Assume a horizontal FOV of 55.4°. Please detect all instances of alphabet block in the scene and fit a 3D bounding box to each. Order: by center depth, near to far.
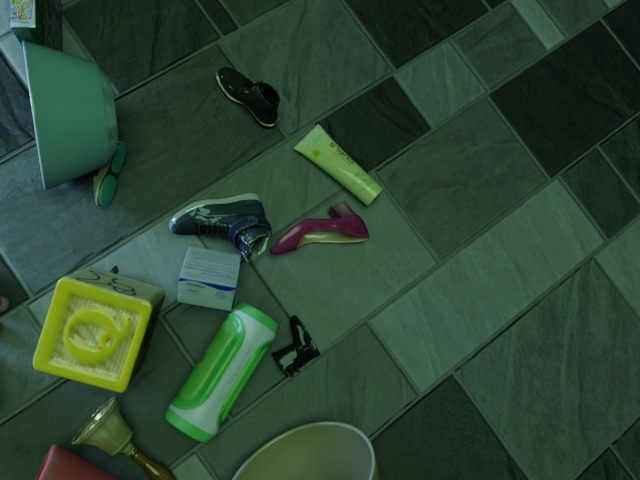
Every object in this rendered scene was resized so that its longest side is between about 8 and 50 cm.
[{"bbox_3d":[-0.449,0.177,1.267,0.192,0.197,0.193,16,92,-6],"label":"alphabet block"}]

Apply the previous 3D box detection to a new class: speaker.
[{"bbox_3d":[-0.214,0.287,1.346,0.131,0.131,0.296,32,74,-3],"label":"speaker"}]

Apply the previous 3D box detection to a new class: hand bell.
[{"bbox_3d":[-0.395,0.460,1.302,0.242,0.126,0.126,47,74,-11],"label":"hand bell"}]

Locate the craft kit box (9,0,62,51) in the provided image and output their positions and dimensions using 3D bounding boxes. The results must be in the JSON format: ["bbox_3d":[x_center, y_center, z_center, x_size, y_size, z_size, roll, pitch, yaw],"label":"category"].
[{"bbox_3d":[-0.638,-0.526,1.377,0.061,0.250,0.246,-7,81,-12],"label":"craft kit box"}]

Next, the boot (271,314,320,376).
[{"bbox_3d":[-0.068,0.249,1.427,0.099,0.045,0.121,-30,86,-12],"label":"boot"}]

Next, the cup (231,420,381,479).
[{"bbox_3d":[-0.003,0.577,1.253,0.331,0.331,0.237,-29,110,-15],"label":"cup"}]

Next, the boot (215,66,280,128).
[{"bbox_3d":[-0.171,-0.377,1.491,0.198,0.137,0.077,40,74,0],"label":"boot"}]

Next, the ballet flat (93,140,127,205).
[{"bbox_3d":[-0.502,-0.156,1.433,0.052,0.057,0.168,8,71,21],"label":"ballet flat"}]

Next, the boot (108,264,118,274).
[{"bbox_3d":[-0.443,0.126,1.383,0.114,0.037,0.106,27,87,-1],"label":"boot"}]

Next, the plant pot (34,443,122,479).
[{"bbox_3d":[-0.465,0.569,1.181,0.243,0.275,0.275,27,74,-16],"label":"plant pot"}]

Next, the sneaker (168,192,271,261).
[{"bbox_3d":[-0.224,-0.018,1.404,0.226,0.086,0.163,-16,55,-14],"label":"sneaker"}]

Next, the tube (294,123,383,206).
[{"bbox_3d":[0.050,-0.185,1.536,0.240,0.062,0.070,43,34,5],"label":"tube"}]

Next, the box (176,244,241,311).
[{"bbox_3d":[-0.249,0.084,1.374,0.126,0.137,0.072,11,119,-8],"label":"box"}]

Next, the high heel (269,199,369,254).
[{"bbox_3d":[0.000,0.000,1.474,0.244,0.082,0.117,-28,75,-28],"label":"high heel"}]

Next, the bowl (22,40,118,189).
[{"bbox_3d":[-0.536,-0.271,1.323,0.163,0.311,0.311,-8,80,-22],"label":"bowl"}]

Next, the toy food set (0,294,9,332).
[{"bbox_3d":[-0.764,0.104,1.291,0.232,0.104,0.111,44,74,1],"label":"toy food set"}]
